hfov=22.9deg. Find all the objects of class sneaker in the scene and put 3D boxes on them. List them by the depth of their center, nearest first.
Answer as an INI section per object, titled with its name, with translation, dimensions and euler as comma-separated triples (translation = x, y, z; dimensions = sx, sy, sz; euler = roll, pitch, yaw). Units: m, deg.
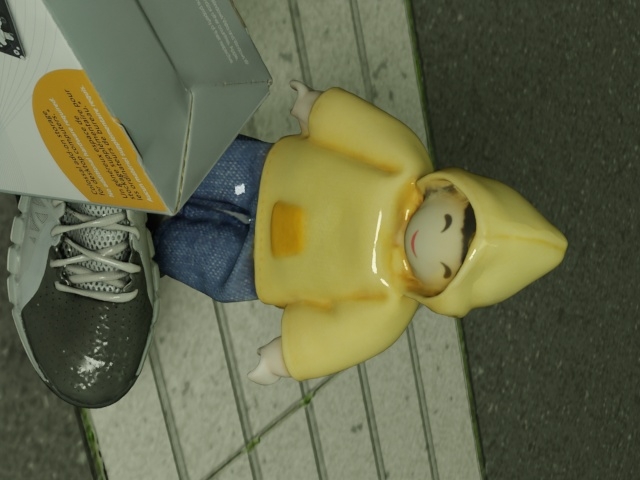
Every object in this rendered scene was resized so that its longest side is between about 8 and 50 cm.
[sneaker]
translation = -0.128, -0.021, 0.844
dimensions = 0.132, 0.086, 0.228
euler = 167, -77, -83

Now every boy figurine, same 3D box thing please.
[boy figurine]
translation = 0.000, 0.000, 0.898
dimensions = 0.092, 0.285, 0.177
euler = 15, 87, -53

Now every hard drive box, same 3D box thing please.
[hard drive box]
translation = -0.163, -0.113, 0.703
dimensions = 0.089, 0.232, 0.181
euler = -55, 135, -31
